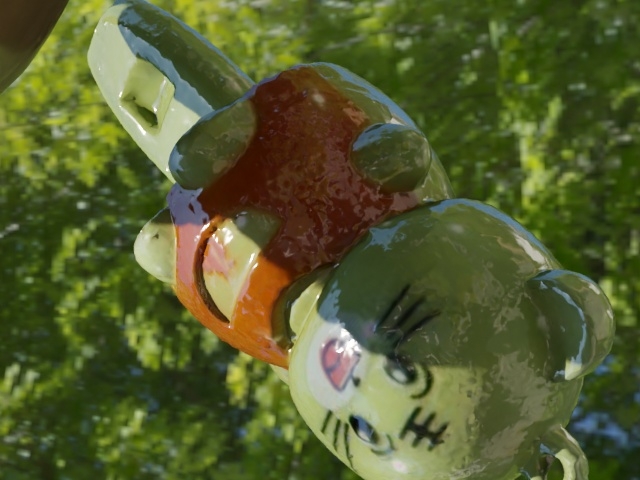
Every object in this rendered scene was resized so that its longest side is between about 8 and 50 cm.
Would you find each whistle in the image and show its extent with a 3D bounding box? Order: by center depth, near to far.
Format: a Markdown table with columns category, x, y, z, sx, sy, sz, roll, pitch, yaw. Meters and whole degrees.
| category | x | y | z | sx | sy | sz | roll | pitch | yaw |
| --- | --- | --- | --- | --- | --- | --- | --- | --- | --- |
| whistle | 0.000 | 0.000 | 0.644 | 0.106 | 0.288 | 0.131 | -19 | -36 | -46 |

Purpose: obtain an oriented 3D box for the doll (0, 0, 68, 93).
| category | x | y | z | sx | sy | sz | roll | pitch | yaw |
| --- | --- | --- | --- | --- | --- | --- | --- | --- | --- |
| doll | -0.182 | -0.066 | 0.539 | 0.174 | 0.235 | 0.330 | 28 | -124 | -5 |
